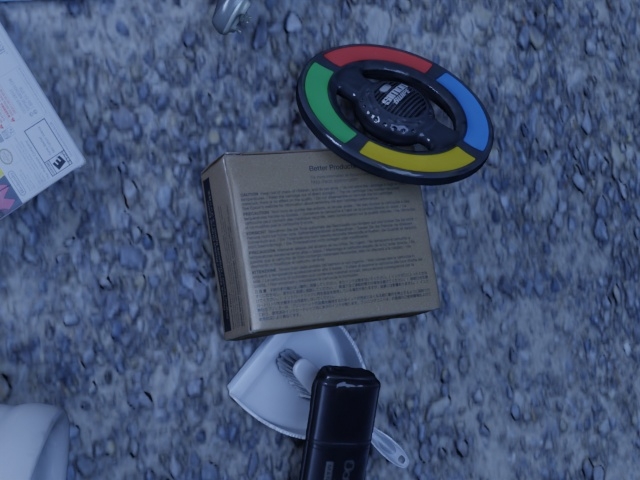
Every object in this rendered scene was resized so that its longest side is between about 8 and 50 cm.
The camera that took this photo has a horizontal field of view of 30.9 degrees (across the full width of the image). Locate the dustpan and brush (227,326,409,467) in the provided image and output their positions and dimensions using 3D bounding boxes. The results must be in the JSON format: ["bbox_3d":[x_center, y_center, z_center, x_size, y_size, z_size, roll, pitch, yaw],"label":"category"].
[{"bbox_3d":[0.018,0.185,1.305,0.211,0.060,0.147,46,71,-18],"label":"dustpan and brush"}]

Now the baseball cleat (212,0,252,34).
[{"bbox_3d":[-0.095,-0.327,1.269,0.109,0.072,0.206,26,73,-9],"label":"baseball cleat"}]

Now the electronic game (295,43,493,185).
[{"bbox_3d":[0.084,-0.144,1.288,0.229,0.048,0.229,11,44,-10],"label":"electronic game"}]

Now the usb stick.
[{"bbox_3d":[0.011,0.272,1.271,0.077,0.045,0.278,4,102,-19],"label":"usb stick"}]

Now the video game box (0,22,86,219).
[{"bbox_3d":[-0.359,-0.111,1.124,0.187,0.048,0.205,-39,111,-27],"label":"video game box"}]

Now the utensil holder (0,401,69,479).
[{"bbox_3d":[-0.421,0.259,0.895,0.385,0.327,0.328,10,84,-5],"label":"utensil holder"}]

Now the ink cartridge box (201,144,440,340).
[{"bbox_3d":[0.000,0.000,1.273,0.234,0.088,0.193,-5,81,-25],"label":"ink cartridge box"}]
